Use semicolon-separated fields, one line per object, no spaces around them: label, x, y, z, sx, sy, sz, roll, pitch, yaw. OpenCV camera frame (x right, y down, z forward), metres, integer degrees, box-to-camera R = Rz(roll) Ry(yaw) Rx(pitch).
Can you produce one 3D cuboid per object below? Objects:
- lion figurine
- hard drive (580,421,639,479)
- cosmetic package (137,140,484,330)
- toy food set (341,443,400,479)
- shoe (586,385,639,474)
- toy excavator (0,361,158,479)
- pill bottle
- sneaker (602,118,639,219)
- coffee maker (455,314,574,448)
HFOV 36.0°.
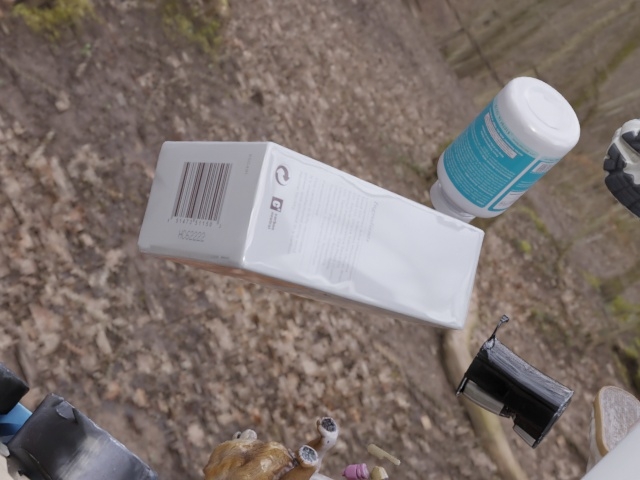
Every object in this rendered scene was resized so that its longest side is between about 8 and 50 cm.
lion figurine;0.017;0.405;1.495;0.392;0.240;0.142;35;36;-1
hard drive;0.215;0.267;0.651;0.203;0.307;0.040;46;6;24
cosmetic package;0.000;0.000;1.394;0.453;0.230;0.161;18;82;-43
toy food set;0.043;0.307;1.196;0.078;0.122;0.019;22;-30;50
shoe;0.411;0.274;1.401;0.077;0.058;0.219;30;26;10
toy excavator;-0.196;0.310;0.860;0.433;0.222;0.445;29;-19;23
pill bottle;0.291;-0.136;1.628;0.146;0.264;0.146;19;48;-23
sneaker;0.407;-0.023;0.985;0.275;0.107;0.110;49;38;7
coffee maker;0.354;0.259;1.759;0.120;0.178;0.171;-41;156;-40
